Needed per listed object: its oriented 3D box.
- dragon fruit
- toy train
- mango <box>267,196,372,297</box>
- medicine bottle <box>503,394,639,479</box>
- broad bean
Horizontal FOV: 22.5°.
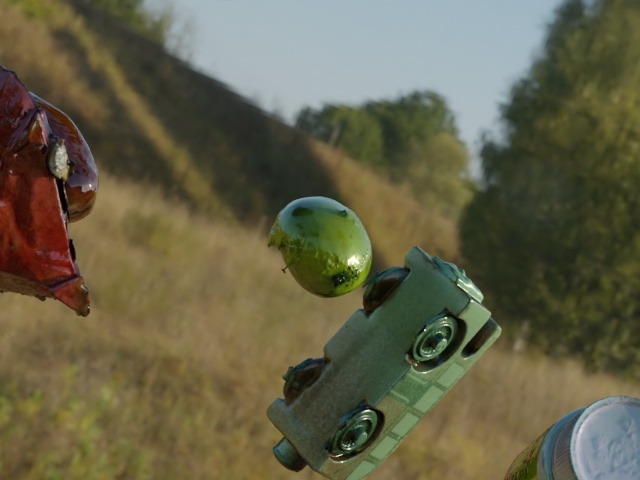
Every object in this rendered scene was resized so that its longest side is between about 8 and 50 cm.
[{"bbox_3d":[-0.381,-0.067,1.522,0.343,0.282,0.100,7,19,31],"label":"dragon fruit"},{"bbox_3d":[0.074,0.162,1.985,0.129,0.326,0.159,45,6,36],"label":"toy train"},{"bbox_3d":[0.001,0.000,1.842,0.119,0.100,0.178,49,6,-21],"label":"mango"},{"bbox_3d":[0.275,0.246,1.639,0.139,0.139,0.225,22,-23,-1],"label":"medicine bottle"},{"bbox_3d":[-0.301,-0.091,1.680,0.114,0.084,0.165,-25,72,-37],"label":"broad bean"}]
